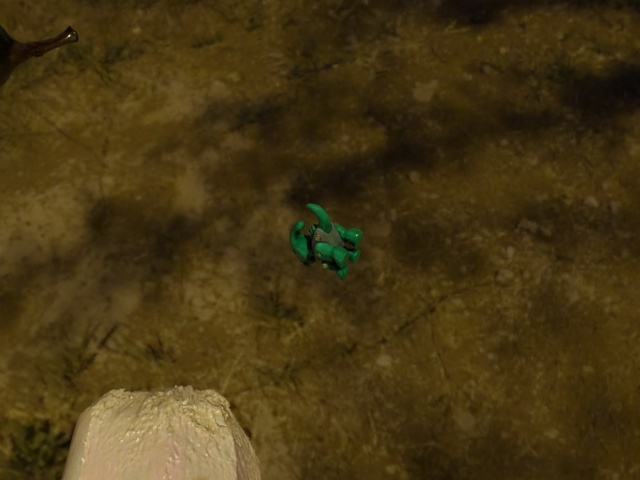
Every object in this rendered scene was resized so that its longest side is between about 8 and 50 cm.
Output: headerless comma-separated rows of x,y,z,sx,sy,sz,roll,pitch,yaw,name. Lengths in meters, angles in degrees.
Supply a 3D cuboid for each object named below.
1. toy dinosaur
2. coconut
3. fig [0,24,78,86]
0.000,0.000,1.017,0.096,0.132,0.059,22,56,19,toy dinosaur
-0.230,0.385,1.128,0.297,0.297,0.310,-10,50,6,coconut
-0.421,-0.220,0.913,0.274,0.146,0.170,-8,50,-20,fig
